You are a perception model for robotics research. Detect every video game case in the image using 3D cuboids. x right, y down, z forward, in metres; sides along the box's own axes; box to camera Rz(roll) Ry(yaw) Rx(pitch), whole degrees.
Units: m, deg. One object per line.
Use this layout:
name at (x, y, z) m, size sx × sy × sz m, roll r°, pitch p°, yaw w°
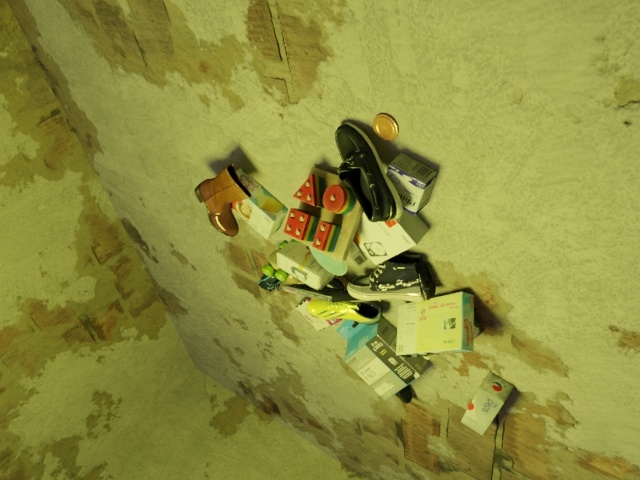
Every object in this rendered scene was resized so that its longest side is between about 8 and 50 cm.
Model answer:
video game case at (0.006, 0.204, 2.053) m, size 0.274 × 0.196 × 0.026 m, roll 9°, pitch 94°, yaw 43°

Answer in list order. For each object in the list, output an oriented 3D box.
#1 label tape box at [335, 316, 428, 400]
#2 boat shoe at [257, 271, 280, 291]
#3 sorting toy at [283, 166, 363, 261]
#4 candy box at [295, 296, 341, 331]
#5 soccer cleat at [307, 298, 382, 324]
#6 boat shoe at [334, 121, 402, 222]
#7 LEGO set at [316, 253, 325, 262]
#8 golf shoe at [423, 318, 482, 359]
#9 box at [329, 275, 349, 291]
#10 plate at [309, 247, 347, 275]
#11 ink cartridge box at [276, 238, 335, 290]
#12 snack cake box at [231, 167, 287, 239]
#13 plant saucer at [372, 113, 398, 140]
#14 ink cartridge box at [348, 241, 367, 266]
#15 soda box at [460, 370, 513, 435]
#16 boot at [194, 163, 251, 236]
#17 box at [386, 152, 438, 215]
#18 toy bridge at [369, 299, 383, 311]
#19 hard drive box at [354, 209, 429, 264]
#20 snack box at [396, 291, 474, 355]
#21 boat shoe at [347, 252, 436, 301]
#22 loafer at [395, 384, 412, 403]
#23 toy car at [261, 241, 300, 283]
label tape box at (0.226, 0.455, 2.128) m, size 0.348 × 0.115 × 0.249 m, roll 42°, pitch 131°, yaw 3°
boat shoe at (-0.216, 0.179, 2.404) m, size 0.089 × 0.109 × 0.258 m, roll 41°, pitch 163°, yaw -4°
sorting toy at (0.003, -0.095, 1.700) m, size 0.257 × 0.089 × 0.255 m, roll 25°, pitch 101°, yaw 41°
candy box at (0.004, 0.301, 2.295) m, size 0.159 × 0.071 × 0.233 m, roll 48°, pitch 146°, yaw -3°
soccer cleat at (0.096, 0.258, 1.996) m, size 0.289 × 0.093 × 0.121 m, roll 10°, pitch 152°, yaw -2°
boat shoe at (0.110, -0.195, 1.529) m, size 0.340 × 0.113 × 0.127 m, roll 64°, pitch 156°, yaw 11°
LEGO set at (0.000, 0.000, 1.974) m, size 0.087 × 0.093 × 0.227 m, roll -38°, pitch 91°, yaw 14°
golf shoe at (0.454, 0.341, 1.801) m, size 0.105 × 0.120 × 0.273 m, roll 43°, pitch 146°, yaw 7°
box at (0.083, 0.181, 2.121) m, size 0.136 × 0.028 × 0.081 m, roll 48°, pitch 147°, yaw 0°
plate at (0.030, 0.044, 1.863) m, size 0.188 × 0.024 × 0.188 m, roll 36°, pitch 149°, yaw 26°
ink cartridge box at (-0.042, 0.080, 2.033) m, size 0.212 × 0.154 × 0.093 m, roll 30°, pitch 142°, yaw 24°
snack cake box at (-0.270, -0.146, 2.107) m, size 0.264 × 0.089 × 0.152 m, roll 42°, pitch 148°, yaw 7°
plant saucer at (0.184, -0.321, 1.488) m, size 0.083 × 0.013 × 0.083 m, roll 29°, pitch 144°, yaw 24°
ink cartridge box at (0.056, -0.029, 1.830) m, size 0.232 × 0.066 × 0.189 m, roll 56°, pitch -174°, yaw 33°
soda box at (0.612, 0.608, 1.933) m, size 0.098 × 0.091 × 0.286 m, roll 31°, pitch 144°, yaw 23°
boot at (-0.347, -0.152, 2.057) m, size 0.280 × 0.096 × 0.264 m, roll -17°, pitch 104°, yaw 47°
box at (0.257, -0.163, 1.522) m, size 0.126 × 0.072 × 0.137 m, roll 33°, pitch 145°, yaw 20°
toy bridge at (0.211, 0.211, 2.013) m, size 0.063 × 0.026 × 0.188 m, roll 25°, pitch 141°, yaw 29°
hard drive box at (0.207, -0.042, 1.692) m, size 0.181 × 0.089 × 0.232 m, roll 48°, pitch 146°, yaw -4°
snack box at (0.382, 0.292, 1.772) m, size 0.060 × 0.187 × 0.322 m, roll 17°, pitch 158°, yaw -27°
boat shoe at (0.227, 0.116, 1.816) m, size 0.341 × 0.127 × 0.158 m, roll -3°, pitch 120°, yaw 35°
loafer at (0.322, 0.615, 2.281) m, size 0.223 × 0.076 × 0.078 m, roll 55°, pitch 151°, yaw -5°
toy car at (-0.129, 0.131, 2.206) m, size 0.149 × 0.155 × 0.188 m, roll 16°, pitch 149°, yaw 37°
